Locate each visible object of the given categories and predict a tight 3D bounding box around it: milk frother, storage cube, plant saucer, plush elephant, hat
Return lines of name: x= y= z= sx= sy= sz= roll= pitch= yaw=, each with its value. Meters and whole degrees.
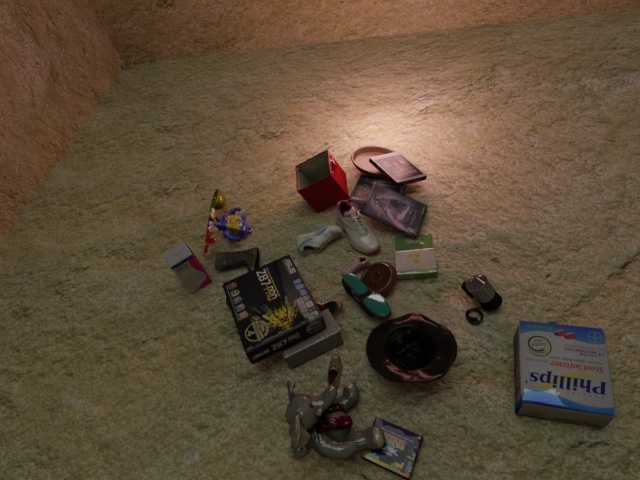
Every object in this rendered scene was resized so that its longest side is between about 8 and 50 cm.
milk frother: x=0.596 y=0.226 z=1.701 sx=0.129 sy=0.135 sz=0.143 roll=-15 pitch=40 yaw=44
storage cube: x=0.012 y=-0.283 z=2.178 sx=0.215 sy=0.193 sz=0.183 roll=-23 pitch=48 yaw=21
plant saucer: x=0.291 y=-0.397 z=2.274 sx=0.278 sy=0.041 sz=0.277 roll=3 pitch=41 yaw=-3
plush elephant: x=-0.002 y=0.580 z=1.487 sx=0.330 sy=0.255 sz=0.272 roll=-27 pitch=34 yaw=1
hat: x=0.332 y=0.421 z=1.621 sx=0.332 sy=0.133 sz=0.331 roll=-13 pitch=32 yaw=9
plant saucer: x=0.239 y=0.159 z=1.883 sx=0.169 sy=0.029 sz=0.168 roll=-17 pitch=53 yaw=24

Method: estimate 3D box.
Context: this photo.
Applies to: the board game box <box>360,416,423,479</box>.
board game box: x=0.238 y=0.690 z=1.492 sx=0.170 sy=0.048 sz=0.141 roll=15 pitch=59 yaw=24

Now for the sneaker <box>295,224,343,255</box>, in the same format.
sneaker: x=0.000 y=0.000 z=2.070 sx=0.229 sy=0.087 sz=0.092 roll=-20 pitch=58 yaw=8

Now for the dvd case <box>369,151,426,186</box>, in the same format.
dvd case: x=0.374 y=-0.350 z=2.181 sx=0.179 sy=0.029 sz=0.238 roll=-16 pitch=45 yaw=-24

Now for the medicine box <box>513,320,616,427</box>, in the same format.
medicine box: x=0.790 y=0.437 z=1.481 sx=0.264 sy=0.149 sz=0.289 roll=3 pitch=53 yaw=17

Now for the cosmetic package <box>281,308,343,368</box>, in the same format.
cosmetic package: x=-0.044 y=0.386 z=1.764 sx=0.238 sy=0.107 sz=0.127 roll=-25 pitch=48 yaw=-9

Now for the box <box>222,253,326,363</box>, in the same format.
box: x=-0.195 y=0.261 z=1.803 sx=0.318 sy=0.097 sz=0.395 roll=-23 pitch=42 yaw=-9

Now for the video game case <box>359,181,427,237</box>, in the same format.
video game case: x=0.337 y=-0.142 z=2.050 sx=0.274 sy=0.026 sz=0.196 roll=25 pitch=56 yaw=4

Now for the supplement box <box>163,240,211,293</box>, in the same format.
supplement box: x=-0.600 y=0.125 z=2.033 sx=0.111 sy=0.220 sz=0.114 roll=-33 pitch=51 yaw=-12

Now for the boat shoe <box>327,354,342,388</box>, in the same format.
boat shoe: x=0.053 y=0.491 z=1.694 sx=0.050 sy=0.045 sz=0.135 roll=-3 pitch=52 yaw=12

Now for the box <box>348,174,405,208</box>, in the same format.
box: x=0.274 y=-0.225 z=2.184 sx=0.231 sy=0.056 sz=0.183 roll=13 pitch=56 yaw=23

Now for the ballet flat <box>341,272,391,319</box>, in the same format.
ballet flat: x=0.189 y=0.240 z=1.821 sx=0.095 sy=0.096 sz=0.280 roll=-24 pitch=46 yaw=-22

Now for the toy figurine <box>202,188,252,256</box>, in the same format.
toy figurine: x=-0.451 y=-0.077 z=2.239 sx=0.217 sy=0.191 sz=0.362 roll=11 pitch=42 yaw=-15

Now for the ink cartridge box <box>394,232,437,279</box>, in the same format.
ink cartridge box: x=0.407 y=0.056 z=1.936 sx=0.171 sy=0.056 sz=0.235 roll=-5 pitch=54 yaw=11

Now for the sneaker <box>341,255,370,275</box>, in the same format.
sneaker: x=0.149 y=0.107 z=1.951 sx=0.134 sy=0.070 sz=0.051 roll=-19 pitch=53 yaw=1

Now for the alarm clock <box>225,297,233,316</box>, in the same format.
alarm clock: x=-0.355 y=0.240 z=1.986 sx=0.129 sy=0.064 sz=0.192 roll=-18 pitch=48 yaw=0

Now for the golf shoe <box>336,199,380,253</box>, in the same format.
golf shoe: x=0.159 y=-0.063 z=2.037 sx=0.115 sy=0.140 sz=0.306 roll=-31 pitch=53 yaw=-12

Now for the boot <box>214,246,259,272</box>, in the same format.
boot: x=-0.392 y=0.109 z=2.086 sx=0.209 sy=0.076 sz=0.189 roll=-6 pitch=37 yaw=1

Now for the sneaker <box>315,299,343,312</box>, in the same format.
sneaker: x=0.022 y=0.279 z=1.866 sx=0.161 sy=0.075 sz=0.057 roll=-14 pitch=79 yaw=35
